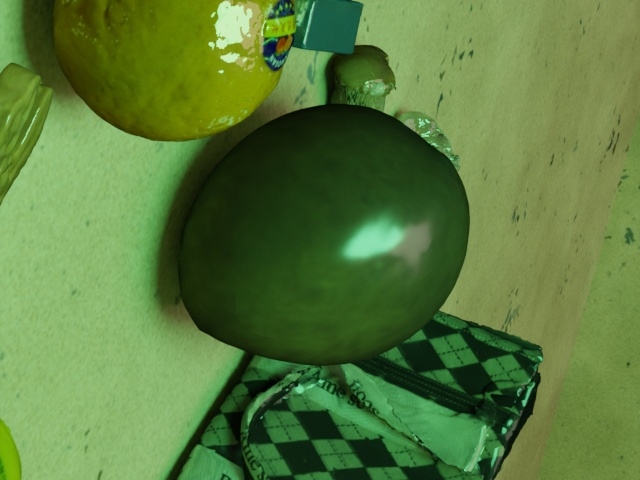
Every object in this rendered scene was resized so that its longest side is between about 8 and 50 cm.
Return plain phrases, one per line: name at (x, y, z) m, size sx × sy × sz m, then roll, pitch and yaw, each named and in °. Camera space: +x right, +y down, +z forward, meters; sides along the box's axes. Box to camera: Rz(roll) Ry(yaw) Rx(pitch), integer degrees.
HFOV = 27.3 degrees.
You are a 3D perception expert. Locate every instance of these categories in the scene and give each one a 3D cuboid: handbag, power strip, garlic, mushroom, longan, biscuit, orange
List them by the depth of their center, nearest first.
biscuit at (-0.240, -0.004, 0.848) m, size 0.236 × 0.040 × 0.144 m, roll -63°, pitch 178°, yaw -4°
orange at (-0.105, -0.158, 0.942) m, size 0.155 × 0.178 × 0.177 m, roll -33°, pitch 135°, yaw -61°
longan at (0.000, 0.000, 1.233) m, size 0.300 × 0.300 × 0.243 m, roll 22°, pitch 44°, yaw -67°
power strip at (0.001, -0.220, 1.332) m, size 0.123 × 0.032 × 0.056 m, roll -12°, pitch 115°, yaw -64°
handbag at (0.034, 0.257, 1.369) m, size 0.416 × 0.317 × 0.180 m, roll -58°, pitch 159°, yaw -33°
mushroom at (0.046, -0.121, 1.464) m, size 0.084 × 0.071 × 0.209 m, roll -97°, pitch -176°, yaw -47°
garlic at (0.122, -0.106, 1.634) m, size 0.074 × 0.094 × 0.113 m, roll -120°, pitch -154°, yaw -63°

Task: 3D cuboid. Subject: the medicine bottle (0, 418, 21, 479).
medicine bottle at (-0.313, 0.208, 0.851) m, size 0.309 × 0.076 × 0.111 m, roll -34°, pitch 128°, yaw -56°
